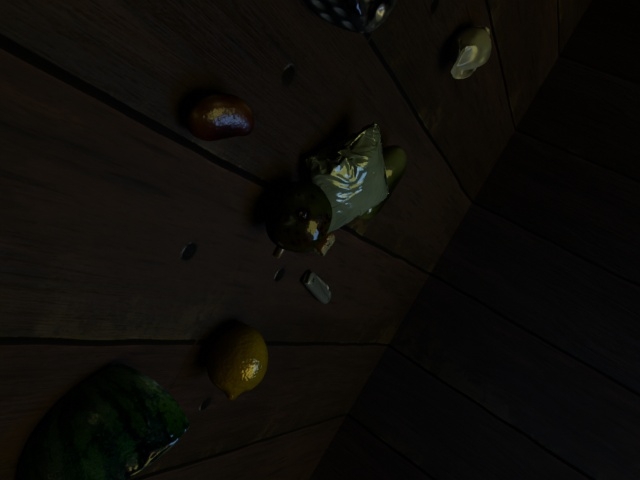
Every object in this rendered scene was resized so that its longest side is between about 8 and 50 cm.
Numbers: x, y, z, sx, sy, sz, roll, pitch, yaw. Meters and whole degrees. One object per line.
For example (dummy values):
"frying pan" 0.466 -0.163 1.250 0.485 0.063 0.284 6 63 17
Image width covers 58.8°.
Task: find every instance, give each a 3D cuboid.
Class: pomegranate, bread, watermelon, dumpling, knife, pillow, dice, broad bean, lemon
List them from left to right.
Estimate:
"watermelon" -0.535 0.436 1.334 0.292 0.319 0.222 -32 110 -55
"broad bean" -0.214 -0.261 1.202 0.165 0.084 0.114 -21 141 -45
"lemon" -0.250 0.360 1.724 0.187 0.187 0.244 72 23 -59
"pomegranate" -0.066 -0.066 1.601 0.202 0.202 0.248 -56 -176 -5
"knife" -0.012 0.173 2.120 0.073 0.041 0.265 -65 157 -13
"bread" 0.001 0.000 1.907 0.083 0.070 0.076 -53 156 -18
"pillow" 0.088 -0.188 1.730 0.283 0.138 0.310 -28 137 -18
"dice" 0.068 -0.581 1.246 0.183 0.181 0.182 -59 153 3
"broad bean" 0.196 -0.199 1.962 0.291 0.119 0.238 -56 160 12
"dumpling" 0.545 -0.688 2.065 0.250 0.132 0.162 -43 147 -30

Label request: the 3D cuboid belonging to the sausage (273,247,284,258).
"sausage" -0.106 -0.005 1.760 0.132 0.024 0.024 -61 155 7
